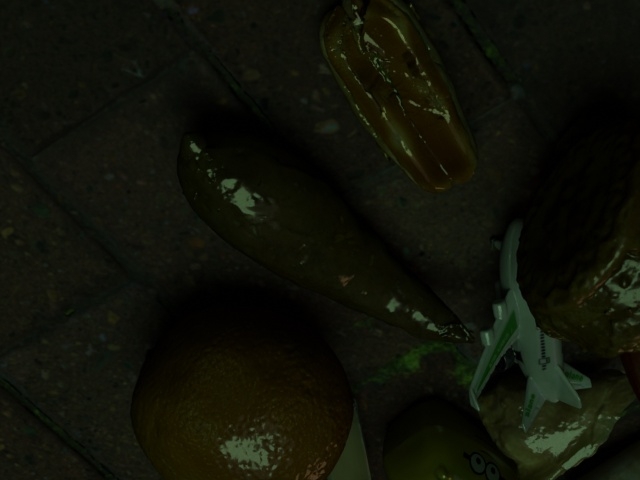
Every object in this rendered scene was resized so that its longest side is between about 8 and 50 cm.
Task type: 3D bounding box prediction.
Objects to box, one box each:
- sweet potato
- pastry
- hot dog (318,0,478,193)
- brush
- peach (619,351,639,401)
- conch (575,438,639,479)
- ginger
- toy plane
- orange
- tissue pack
[{"bbox_3d":[-0.001,0.001,1.480,0.422,0.130,0.130,37,118,-26],"label":"sweet potato"},{"bbox_3d":[0.304,0.000,1.378,0.132,0.235,0.240,27,94,-16],"label":"pastry"},{"bbox_3d":[0.088,-0.154,1.403,0.109,0.072,0.269,-23,122,17],"label":"hot dog"},{"bbox_3d":[0.039,0.313,1.760,0.060,0.050,0.321,-9,128,2],"label":"brush"},{"bbox_3d":[0.464,0.072,1.453,0.281,0.281,0.338,12,118,-10],"label":"peach"},{"bbox_3d":[0.433,0.336,1.735,0.158,0.127,0.255,32,119,-21],"label":"conch"},{"bbox_3d":[0.290,0.203,1.653,0.193,0.115,0.122,-39,104,14],"label":"ginger"},{"bbox_3d":[0.247,0.089,1.555,0.251,0.101,0.255,-28,112,-29],"label":"toy plane"},{"bbox_3d":[-0.096,0.198,1.557,0.264,0.264,0.264,-1,126,-1],"label":"orange"},{"bbox_3d":[0.170,0.300,1.704,0.178,0.127,0.123,37,120,-24],"label":"tissue pack"}]
